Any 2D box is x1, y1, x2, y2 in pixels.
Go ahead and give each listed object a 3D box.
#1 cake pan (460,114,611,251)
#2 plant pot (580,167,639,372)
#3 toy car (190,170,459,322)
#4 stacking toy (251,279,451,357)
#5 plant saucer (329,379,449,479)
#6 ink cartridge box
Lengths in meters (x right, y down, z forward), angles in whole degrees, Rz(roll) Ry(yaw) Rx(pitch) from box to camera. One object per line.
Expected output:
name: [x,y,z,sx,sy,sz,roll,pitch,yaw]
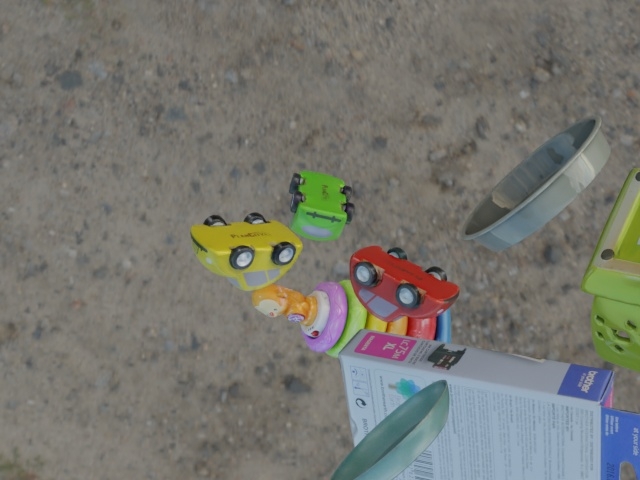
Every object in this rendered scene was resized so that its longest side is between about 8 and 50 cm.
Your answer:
cake pan: [0.353,-0.086,1.677,0.293,0.293,0.054,-41,96,19]
plant pot: [0.474,0.040,1.327,0.228,0.227,0.207,13,154,37]
toy car: [0.000,0.000,0.964,0.239,0.225,0.053,13,115,-7]
stacking toy: [0.035,0.114,1.523,0.302,0.165,0.175,15,153,-28]
plant saucer: [0.056,0.152,0.771,0.119,0.119,0.021,-41,90,20]
ink cartridge box: [0.177,0.198,1.016,0.311,0.065,0.185,9,122,29]
